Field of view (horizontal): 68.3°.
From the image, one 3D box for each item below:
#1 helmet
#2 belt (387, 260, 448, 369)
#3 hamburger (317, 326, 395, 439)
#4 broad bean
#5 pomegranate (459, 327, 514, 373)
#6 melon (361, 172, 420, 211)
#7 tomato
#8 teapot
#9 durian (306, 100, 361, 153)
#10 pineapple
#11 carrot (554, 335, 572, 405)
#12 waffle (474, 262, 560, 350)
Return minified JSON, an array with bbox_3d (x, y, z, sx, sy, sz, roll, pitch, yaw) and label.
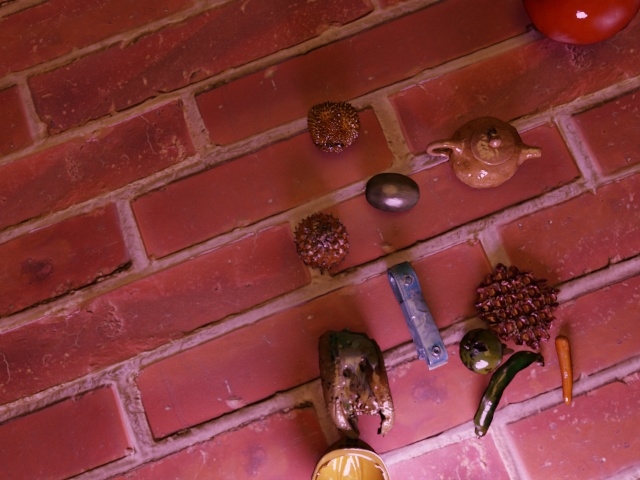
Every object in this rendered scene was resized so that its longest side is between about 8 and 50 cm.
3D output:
[{"bbox_3d":[0.077,0.589,1.225,0.205,0.140,0.256,0,110,2],"label":"helmet"},{"bbox_3d":[0.269,0.206,1.313,0.072,0.087,0.302,-18,81,-13],"label":"belt"},{"bbox_3d":[0.086,0.347,1.216,0.168,0.192,0.287,-13,51,6],"label":"hamburger"},{"bbox_3d":[0.492,0.397,1.260,0.292,0.049,0.144,-48,124,-6],"label":"broad bean"},{"bbox_3d":[0.450,0.299,1.280,0.162,0.122,0.122,5,80,-23],"label":"pomegranate"},{"bbox_3d":[0.201,-0.137,1.354,0.168,0.114,0.114,3,81,0],"label":"melon"},{"bbox_3d":[0.762,-0.717,1.338,0.322,0.321,0.321,0,81,3],"label":"tomato"},{"bbox_3d":[0.460,-0.259,1.333,0.312,0.167,0.203,6,82,4],"label":"teapot"},{"bbox_3d":[0.041,-0.336,1.386,0.158,0.137,0.168,-19,71,21],"label":"durian"},{"bbox_3d":[0.003,-0.003,1.329,0.162,0.137,0.175,-23,80,-1],"label":"pineapple"},{"bbox_3d":[0.673,0.356,1.293,0.037,0.037,0.190,-4,82,2],"label":"carrot"},{"bbox_3d":[0.546,0.178,1.313,0.234,0.055,0.221,24,75,1],"label":"waffle"}]
